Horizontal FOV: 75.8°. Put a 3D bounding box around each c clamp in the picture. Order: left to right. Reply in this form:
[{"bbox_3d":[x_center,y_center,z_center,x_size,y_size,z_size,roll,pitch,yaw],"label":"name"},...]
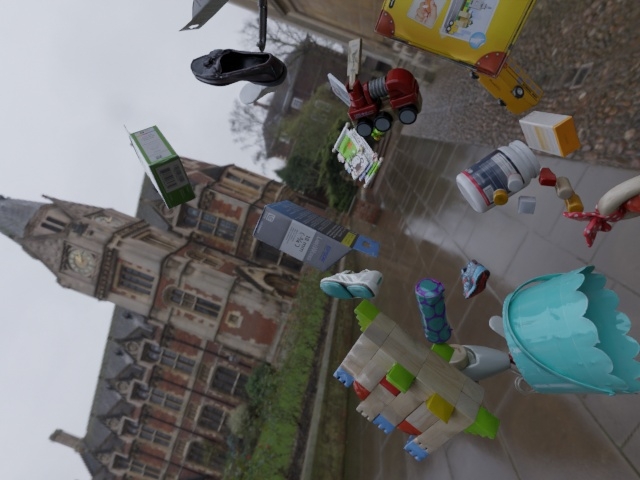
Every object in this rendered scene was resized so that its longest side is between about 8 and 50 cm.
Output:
[{"bbox_3d":[-0.159,-0.586,1.105,0.137,0.022,0.160,-87,3,-51],"label":"c clamp"}]

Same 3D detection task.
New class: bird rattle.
[{"bbox_3d":[0.715,-0.093,0.950,0.206,0.254,0.142,65,-157,-58],"label":"bird rattle"}]

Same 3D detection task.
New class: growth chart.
[{"bbox_3d":[0.128,-0.300,1.468,0.021,0.237,0.171,-17,-32,-32],"label":"growth chart"}]

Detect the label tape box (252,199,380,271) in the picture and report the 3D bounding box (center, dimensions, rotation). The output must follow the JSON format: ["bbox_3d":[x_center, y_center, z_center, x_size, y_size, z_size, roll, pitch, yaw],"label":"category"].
[{"bbox_3d":[0.000,0.000,1.217,0.105,0.334,0.240,-65,-6,13],"label":"label tape box"}]

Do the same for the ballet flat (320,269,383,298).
[{"bbox_3d":[0.149,0.194,1.877,0.400,0.139,0.139,-10,55,59],"label":"ballet flat"}]

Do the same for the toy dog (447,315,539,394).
[{"bbox_3d":[0.506,0.336,1.234,0.161,0.335,0.219,-96,5,-64],"label":"toy dog"}]

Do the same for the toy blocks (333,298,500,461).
[{"bbox_3d":[0.187,0.359,0.992,0.191,0.382,0.260,-39,-20,-47],"label":"toy blocks"}]

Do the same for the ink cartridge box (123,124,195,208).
[{"bbox_3d":[-0.344,-0.170,0.873,0.062,0.209,0.108,-28,-42,-19],"label":"ink cartridge box"}]

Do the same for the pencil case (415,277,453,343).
[{"bbox_3d":[0.262,0.162,0.946,0.064,0.070,0.151,38,150,56],"label":"pencil case"}]

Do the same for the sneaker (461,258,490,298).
[{"bbox_3d":[0.757,0.187,2.045,0.261,0.104,0.125,88,156,-50],"label":"sneaker"}]

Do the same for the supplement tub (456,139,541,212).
[{"bbox_3d":[0.708,-0.254,1.651,0.272,0.191,0.191,-34,7,11],"label":"supplement tub"}]

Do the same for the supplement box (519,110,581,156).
[{"bbox_3d":[0.408,-0.192,0.735,0.036,0.062,0.098,-33,25,4],"label":"supplement box"}]

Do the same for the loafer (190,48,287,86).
[{"bbox_3d":[-0.247,-0.507,1.176,0.095,0.303,0.108,34,-113,-72],"label":"loafer"}]

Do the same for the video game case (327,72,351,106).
[{"bbox_3d":[0.102,-0.679,1.890,0.019,0.157,0.143,-42,-19,2],"label":"video game case"}]

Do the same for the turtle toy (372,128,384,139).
[{"bbox_3d":[0.228,-0.477,1.748,0.066,0.095,0.130,-51,37,16],"label":"turtle toy"}]

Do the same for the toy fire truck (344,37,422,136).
[{"bbox_3d":[0.172,-0.474,1.240,0.246,0.217,0.158,55,-142,-37],"label":"toy fire truck"}]

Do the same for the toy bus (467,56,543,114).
[{"bbox_3d":[0.796,-0.693,1.777,0.130,0.333,0.108,-54,11,-15],"label":"toy bus"}]

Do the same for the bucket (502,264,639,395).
[{"bbox_3d":[0.550,0.205,0.911,0.183,0.281,0.281,-29,29,42],"label":"bucket"}]

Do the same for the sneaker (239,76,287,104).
[{"bbox_3d":[-0.222,-0.596,1.621,0.212,0.080,0.094,-20,-1,31],"label":"sneaker"}]

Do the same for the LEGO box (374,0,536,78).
[{"bbox_3d":[0.421,-0.750,1.105,0.193,0.373,0.499,-45,-21,-60],"label":"LEGO box"}]

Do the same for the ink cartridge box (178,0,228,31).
[{"bbox_3d":[-0.346,-0.704,1.234,0.180,0.045,0.145,-26,21,25],"label":"ink cartridge box"}]

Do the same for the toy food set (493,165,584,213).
[{"bbox_3d":[0.624,-0.147,1.183,0.104,0.233,0.111,-58,-31,-53],"label":"toy food set"}]
